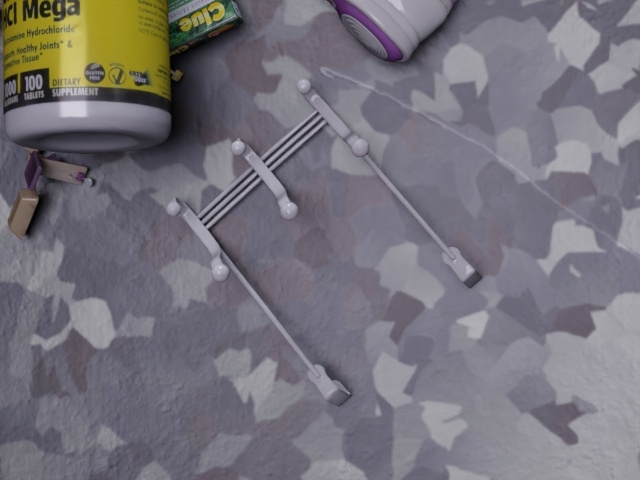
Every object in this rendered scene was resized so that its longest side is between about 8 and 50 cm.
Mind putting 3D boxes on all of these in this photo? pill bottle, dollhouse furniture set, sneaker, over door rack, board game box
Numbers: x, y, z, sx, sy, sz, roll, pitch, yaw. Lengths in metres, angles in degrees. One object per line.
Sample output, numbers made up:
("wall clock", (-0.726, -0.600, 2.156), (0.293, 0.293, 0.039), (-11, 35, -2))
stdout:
("pill bottle", (-0.267, -0.276, 1.429), (0.188, 0.188, 0.333), (-3, 85, 9))
("dollhouse furniture set", (-0.343, -0.061, 1.584), (0.081, 0.091, 0.114), (12, 119, -30))
("sneaker", (0.037, -0.356, 1.496), (0.152, 0.114, 0.305), (-42, 87, -8))
("over door rack", (0.000, 0.000, 1.480), (0.239, 0.108, 0.324), (-42, 83, 6))
("board game box", (-0.234, -0.271, 1.534), (0.260, 0.030, 0.136), (-23, 76, 12))

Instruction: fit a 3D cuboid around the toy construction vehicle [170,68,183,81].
("toy construction vehicle", (-0.230, -0.206, 1.555), (0.098, 0.035, 0.086), (40, 95, 8))
